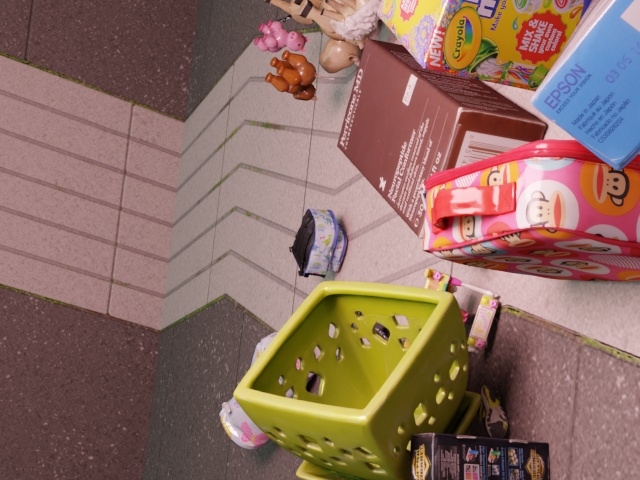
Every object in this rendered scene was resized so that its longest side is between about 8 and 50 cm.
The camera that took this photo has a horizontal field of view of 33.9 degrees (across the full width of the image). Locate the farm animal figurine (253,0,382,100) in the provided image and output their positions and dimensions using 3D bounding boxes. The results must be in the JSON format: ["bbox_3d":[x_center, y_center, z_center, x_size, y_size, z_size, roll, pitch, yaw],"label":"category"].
[{"bbox_3d":[0.025,-0.413,1.956,0.327,0.172,0.330,-45,33,39],"label":"farm animal figurine"}]

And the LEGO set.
[{"bbox_3d":[0.180,0.139,1.481,0.132,0.107,0.287,-47,-27,-62],"label":"LEGO set"}]

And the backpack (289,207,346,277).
[{"bbox_3d":[0.000,0.000,1.958,0.105,0.084,0.114,-113,32,-52],"label":"backpack"}]

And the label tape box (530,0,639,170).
[{"bbox_3d":[0.335,-0.249,0.918,0.333,0.106,0.240,-53,-1,-41],"label":"label tape box"}]

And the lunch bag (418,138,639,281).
[{"bbox_3d":[0.237,-0.025,1.119,0.293,0.258,0.120,166,110,-67],"label":"lunch bag"}]

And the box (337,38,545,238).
[{"bbox_3d":[0.160,-0.153,1.533,0.381,0.143,0.191,-124,45,-62],"label":"box"}]

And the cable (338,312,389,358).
[{"bbox_3d":[0.072,0.179,1.780,0.184,0.047,0.150,-127,44,-58],"label":"cable"}]

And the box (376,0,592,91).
[{"bbox_3d":[0.253,-0.327,1.156,0.177,0.279,0.290,-115,38,-55],"label":"box"}]

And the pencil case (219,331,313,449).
[{"bbox_3d":[-0.106,0.297,2.076,0.113,0.124,0.273,-46,-10,-47],"label":"pencil case"}]

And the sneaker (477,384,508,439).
[{"bbox_3d":[0.225,0.232,1.383,0.035,0.031,0.083,111,165,-44],"label":"sneaker"}]

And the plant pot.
[{"bbox_3d":[0.065,0.205,1.350,0.227,0.207,0.228,4,41,41],"label":"plant pot"}]

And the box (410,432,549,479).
[{"bbox_3d":[0.188,0.340,1.227,0.051,0.175,0.220,-24,61,57],"label":"box"}]
